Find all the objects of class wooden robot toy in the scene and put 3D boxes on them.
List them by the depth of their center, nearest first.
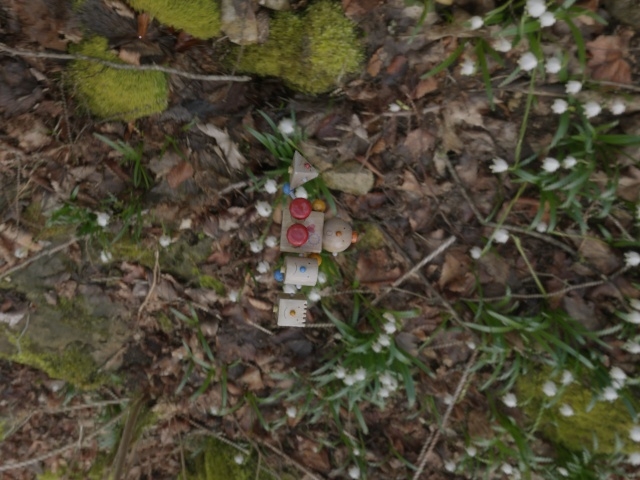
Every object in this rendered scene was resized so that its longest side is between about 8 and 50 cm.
[{"bbox_3d":[0.000,0.000,0.608,0.079,0.076,0.173,6,82,-11],"label":"wooden robot toy"}]
